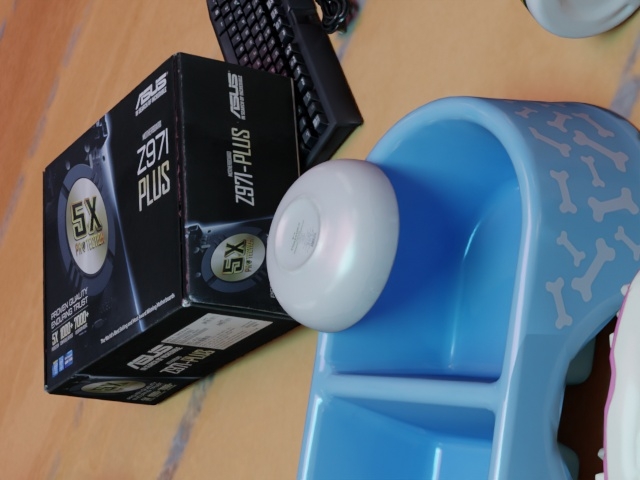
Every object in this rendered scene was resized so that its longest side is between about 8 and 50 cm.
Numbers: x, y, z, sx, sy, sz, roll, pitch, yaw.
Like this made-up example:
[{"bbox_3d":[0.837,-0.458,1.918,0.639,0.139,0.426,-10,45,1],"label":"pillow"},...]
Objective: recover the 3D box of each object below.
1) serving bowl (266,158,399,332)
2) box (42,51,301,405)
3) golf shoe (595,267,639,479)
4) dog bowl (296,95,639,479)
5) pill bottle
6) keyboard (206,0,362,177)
[{"bbox_3d":[0.000,0.000,0.772,0.083,0.027,0.083,-22,61,47],"label":"serving bowl"},{"bbox_3d":[-0.089,-0.001,0.954,0.180,0.078,0.147,-31,56,51],"label":"box"},{"bbox_3d":[0.185,0.019,0.578,0.140,0.115,0.306,5,83,50],"label":"golf shoe"},{"bbox_3d":[0.063,0.073,0.749,0.166,0.074,0.297,-2,77,53],"label":"dog bowl"},{"bbox_3d":[0.105,-0.152,0.780,0.065,0.065,0.116,-54,41,26],"label":"pill bottle"},{"bbox_3d":[-0.022,-0.116,0.972,0.108,0.023,0.180,-49,44,31],"label":"keyboard"}]
